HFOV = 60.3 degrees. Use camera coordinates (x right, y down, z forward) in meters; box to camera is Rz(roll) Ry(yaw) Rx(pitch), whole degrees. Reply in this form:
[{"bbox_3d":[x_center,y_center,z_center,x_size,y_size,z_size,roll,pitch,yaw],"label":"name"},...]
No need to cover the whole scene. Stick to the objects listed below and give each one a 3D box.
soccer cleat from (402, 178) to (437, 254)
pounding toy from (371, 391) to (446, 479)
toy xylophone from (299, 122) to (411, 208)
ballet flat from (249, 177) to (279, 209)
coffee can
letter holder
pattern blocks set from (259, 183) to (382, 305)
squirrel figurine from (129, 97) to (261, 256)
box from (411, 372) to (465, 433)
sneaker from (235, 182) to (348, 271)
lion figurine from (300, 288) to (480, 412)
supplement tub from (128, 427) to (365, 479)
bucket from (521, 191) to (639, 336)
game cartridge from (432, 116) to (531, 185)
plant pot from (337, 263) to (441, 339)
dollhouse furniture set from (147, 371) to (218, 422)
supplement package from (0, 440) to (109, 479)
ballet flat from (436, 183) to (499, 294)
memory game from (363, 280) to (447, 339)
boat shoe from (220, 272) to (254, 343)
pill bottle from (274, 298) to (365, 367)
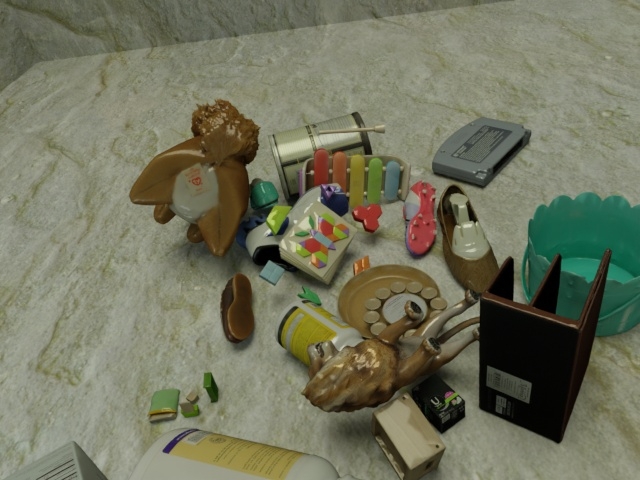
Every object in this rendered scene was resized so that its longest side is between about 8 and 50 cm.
[{"bbox_3d":[0.254,-0.053,1.454,0.083,0.095,0.248,26,52,-17],"label":"soccer cleat"},{"bbox_3d":[0.156,0.339,0.968,0.100,0.141,0.130,-26,55,-15],"label":"pounding toy"},{"bbox_3d":[0.089,-0.196,1.535,0.323,0.236,0.081,-11,30,-5],"label":"toy xylophone"},{"bbox_3d":[-0.164,-0.135,1.556,0.083,0.087,0.247,-24,6,-9],"label":"ballet flat"},{"bbox_3d":[0.001,-0.253,1.651,0.275,0.201,0.201,-15,39,-3],"label":"coffee can"},{"bbox_3d":[0.391,0.159,0.966,0.152,0.302,0.214,18,48,32],"label":"letter holder"},{"bbox_3d":[0.000,0.000,1.364,0.285,0.026,0.324,23,63,-4],"label":"pattern blocks set"},{"bbox_3d":[-0.293,-0.184,1.532,0.281,0.397,0.370,26,2,-3],"label":"squirrel figurine"},{"bbox_3d":[0.221,0.305,1.035,0.062,0.052,0.083,-27,40,-20],"label":"box"},{"bbox_3d":[-0.057,-0.011,1.453,0.315,0.127,0.182,-25,44,-4],"label":"sneaker"},{"bbox_3d":[0.162,0.212,1.019,0.392,0.240,0.142,6,45,-42],"label":"lion figurine"},{"bbox_3d":[-0.105,0.430,0.825,0.331,0.241,0.241,5,42,20],"label":"supplement tub"},{"bbox_3d":[0.561,0.051,1.146,0.281,0.183,0.281,-8,38,6],"label":"bucket"},{"bbox_3d":[0.478,-0.276,1.668,0.198,0.062,0.297,21,49,40],"label":"game cartridge"},{"bbox_3d":[0.157,0.145,1.263,0.236,0.032,0.236,-8,40,7],"label":"plant pot"},{"bbox_3d":[-0.294,0.324,1.149,0.152,0.058,0.076,-11,39,2],"label":"dollhouse furniture set"},{"bbox_3d":[-0.402,0.481,0.881,0.149,0.194,0.203,-28,42,-17],"label":"supplement package"},{"bbox_3d":[0.351,-0.024,1.340,0.116,0.124,0.342,-7,39,7],"label":"ballet flat"},{"bbox_3d":[0.184,0.156,1.207,0.186,0.012,0.186,-8,40,6],"label":"memory game"},{"bbox_3d":[-0.203,0.170,1.311,0.073,0.073,0.207,-42,28,24],"label":"boat shoe"},{"bbox_3d":[0.012,0.216,1.148,0.119,0.119,0.208,-37,45,-27],"label":"pill bottle"}]
